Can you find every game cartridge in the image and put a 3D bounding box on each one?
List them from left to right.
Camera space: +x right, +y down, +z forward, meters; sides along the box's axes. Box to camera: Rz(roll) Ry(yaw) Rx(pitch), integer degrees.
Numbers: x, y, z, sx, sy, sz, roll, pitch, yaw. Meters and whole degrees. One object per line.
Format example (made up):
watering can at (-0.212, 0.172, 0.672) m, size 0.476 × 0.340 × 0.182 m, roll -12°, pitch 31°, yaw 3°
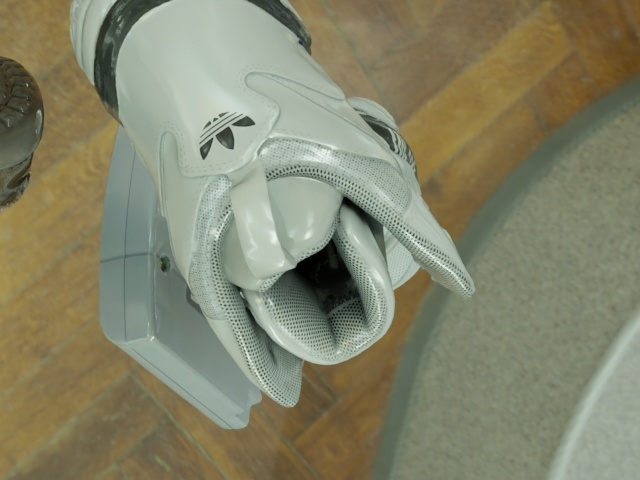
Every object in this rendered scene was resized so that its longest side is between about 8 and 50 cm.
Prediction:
game cartridge at (-0.098, -0.020, 1.042) m, size 0.060 × 0.294 × 0.196 m, roll -8°, pitch 147°, yaw 20°

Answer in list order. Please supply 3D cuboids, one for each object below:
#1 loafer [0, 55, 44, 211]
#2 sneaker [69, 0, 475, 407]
loafer at (-0.284, -0.060, 0.850) m, size 0.133 × 0.366 × 0.130 m, roll -9°, pitch 108°, yaw -33°
sneaker at (0.000, 0.000, 0.739) m, size 0.137 × 0.210 × 0.366 m, roll -32°, pitch 147°, yaw 7°
